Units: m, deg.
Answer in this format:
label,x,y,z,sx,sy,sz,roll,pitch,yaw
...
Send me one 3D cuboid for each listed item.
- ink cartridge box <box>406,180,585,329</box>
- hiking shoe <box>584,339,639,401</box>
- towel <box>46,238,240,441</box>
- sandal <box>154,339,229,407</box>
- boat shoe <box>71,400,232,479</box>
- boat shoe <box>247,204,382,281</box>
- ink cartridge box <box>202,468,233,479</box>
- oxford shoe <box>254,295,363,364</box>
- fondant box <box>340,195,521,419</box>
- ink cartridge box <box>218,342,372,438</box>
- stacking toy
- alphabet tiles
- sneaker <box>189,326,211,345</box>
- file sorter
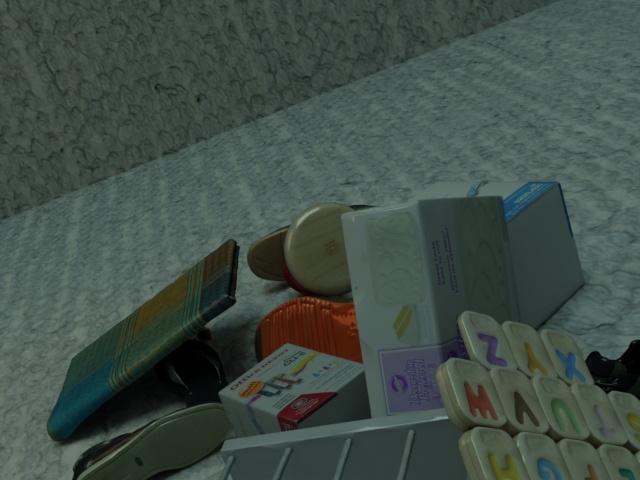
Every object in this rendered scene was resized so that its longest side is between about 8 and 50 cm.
label,x,y,z,sx,sy,sz,roll,pitch,yaw
ink cartridge box,0.231,0.021,1.502,0.232,0.171,0.168,4,31,47
hiking shoe,0.294,0.180,1.117,0.227,0.114,0.086,-31,22,-27
towel,-0.280,0.156,1.667,0.370,0.040,0.271,-37,18,10
sandal,-0.186,0.205,1.549,0.097,0.054,0.254,-28,29,-16
boat shoe,-0.232,0.279,1.407,0.233,0.084,0.079,-27,21,-8
boat shoe,0.000,0.000,1.888,0.285,0.103,0.092,-19,15,-8
ink cartridge box,-0.146,0.341,1.260,0.145,0.045,0.179,-27,3,-15
oxford shoe,0.054,0.142,1.492,0.363,0.130,0.132,-11,-12,41
fondant box,0.146,0.073,1.200,0.096,0.238,0.330,-9,-1,26
ink cartridge box,-0.017,0.224,1.280,0.128,0.127,0.176,-33,23,-31
stacking toy,-0.008,0.035,1.663,0.141,0.141,0.330,-25,-4,-12
alphabet tiles,0.232,0.188,0.953,0.021,0.284,0.278,-47,43,35
sneaker,-0.222,0.166,1.732,0.075,0.057,0.161,-20,25,-6
file sorter,0.042,0.296,0.957,0.277,0.193,0.173,-12,25,21
